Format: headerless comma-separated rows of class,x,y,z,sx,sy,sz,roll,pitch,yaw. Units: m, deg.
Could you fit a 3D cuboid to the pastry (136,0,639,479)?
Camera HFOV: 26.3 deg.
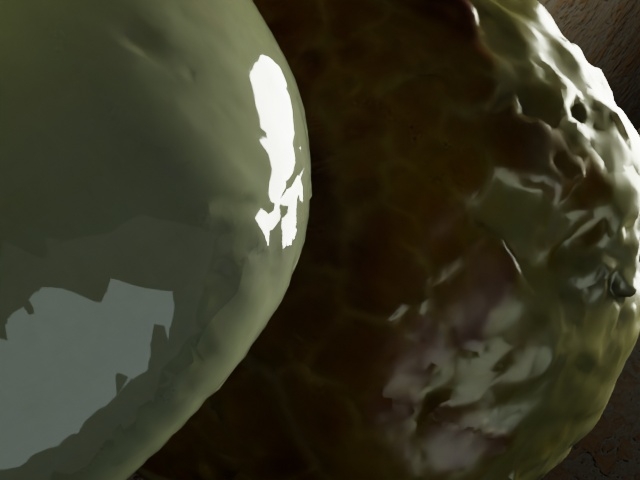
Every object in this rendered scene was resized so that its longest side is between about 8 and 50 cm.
pastry,0.000,0.000,0.825,0.312,0.388,0.389,6,122,-49

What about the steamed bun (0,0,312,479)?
steamed bun,-0.172,-0.027,0.513,0.312,0.334,0.233,-42,117,-15
